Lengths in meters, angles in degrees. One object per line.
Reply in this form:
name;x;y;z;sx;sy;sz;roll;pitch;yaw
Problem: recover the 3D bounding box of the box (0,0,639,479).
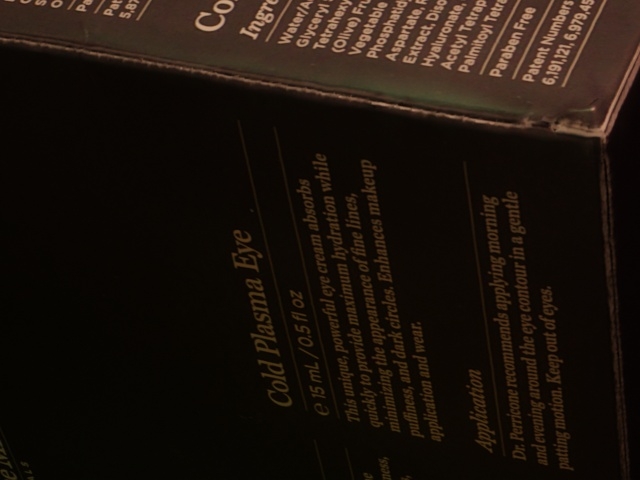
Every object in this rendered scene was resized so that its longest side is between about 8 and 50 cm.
box;0.000;0.000;0.763;0.313;0.343;0.179;11;49;21
